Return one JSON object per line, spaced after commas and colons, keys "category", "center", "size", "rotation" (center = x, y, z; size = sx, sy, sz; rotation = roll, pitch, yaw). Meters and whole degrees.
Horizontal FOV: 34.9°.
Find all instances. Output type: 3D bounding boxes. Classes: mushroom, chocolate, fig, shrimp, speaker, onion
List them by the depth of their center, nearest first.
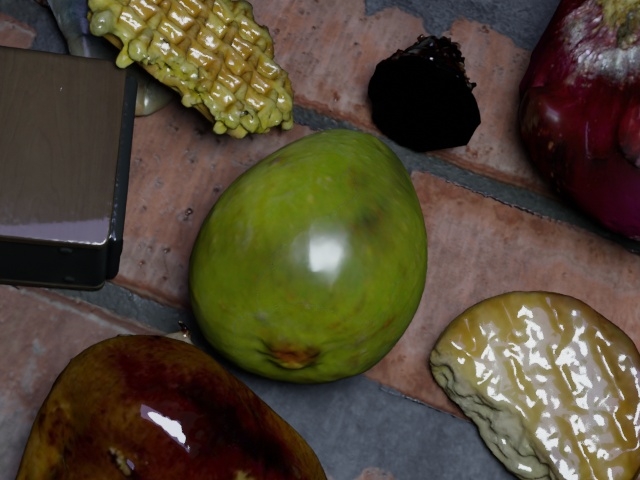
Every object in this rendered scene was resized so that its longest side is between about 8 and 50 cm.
{"category": "mushroom", "center": [-0.154, 0.260, 1.039], "size": [0.345, 0.259, 0.345], "rotation": [-2, 96, -19]}
{"category": "fig", "center": [0.000, 0.000, 1.141], "size": [0.258, 0.258, 0.326], "rotation": [26, 52, -3]}
{"category": "speaker", "center": [-0.311, -0.079, 1.145], "size": [0.192, 0.153, 0.231], "rotation": [6, 67, -10]}
{"category": "shrimp", "center": [-0.255, -0.297, 1.297], "size": [0.178, 0.075, 0.289], "rotation": [-19, 73, -29]}
{"category": "onion", "center": [0.477, -0.158, 1.313], "size": [0.420, 0.398, 0.398], "rotation": [34, 53, -49]}
{"category": "chocolate", "center": [0.148, -0.212, 1.326], "size": [0.156, 0.156, 0.133], "rotation": [31, 52, 0]}

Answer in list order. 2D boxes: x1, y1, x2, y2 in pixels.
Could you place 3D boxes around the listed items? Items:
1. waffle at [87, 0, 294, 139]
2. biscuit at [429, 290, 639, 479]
{"category": "waffle", "center": [-0.154, -0.239, 1.229], "size": [0.301, 0.058, 0.281], "rotation": [21, 39, -37]}
{"category": "biscuit", "center": [0.277, 0.180, 1.202], "size": [0.213, 0.091, 0.274], "rotation": [-32, 71, -10]}
